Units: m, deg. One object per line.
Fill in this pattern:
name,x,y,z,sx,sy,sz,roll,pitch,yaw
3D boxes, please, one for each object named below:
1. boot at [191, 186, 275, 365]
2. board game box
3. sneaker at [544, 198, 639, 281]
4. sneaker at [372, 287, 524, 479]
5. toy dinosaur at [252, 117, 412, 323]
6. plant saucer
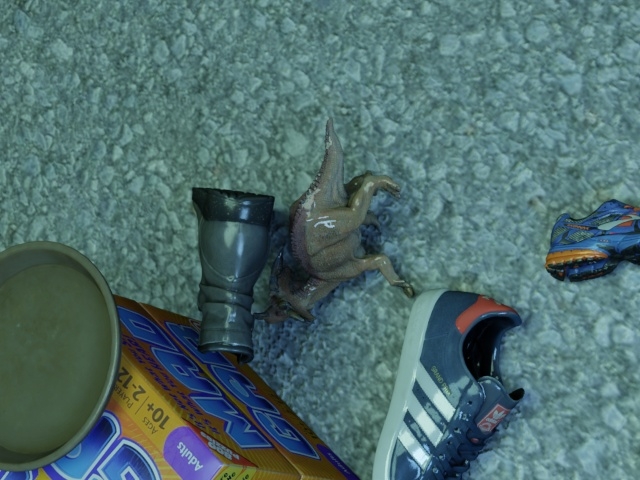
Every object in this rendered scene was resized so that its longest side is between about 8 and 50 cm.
boot,-0.128,0.044,1.868,0.118,0.338,0.222,6,92,-1
board game box,-0.238,0.320,1.810,0.356,0.356,0.356,42,99,30
sneaker,0.377,-0.016,1.714,0.221,0.083,0.087,-11,64,23
sneaker,0.168,0.231,1.734,0.148,0.131,0.350,3,78,34
toy dinosaur,0.000,0.000,1.840,0.200,0.295,0.127,-17,34,-15
plant saucer,-0.344,0.139,1.682,0.278,0.041,0.278,-7,75,28
